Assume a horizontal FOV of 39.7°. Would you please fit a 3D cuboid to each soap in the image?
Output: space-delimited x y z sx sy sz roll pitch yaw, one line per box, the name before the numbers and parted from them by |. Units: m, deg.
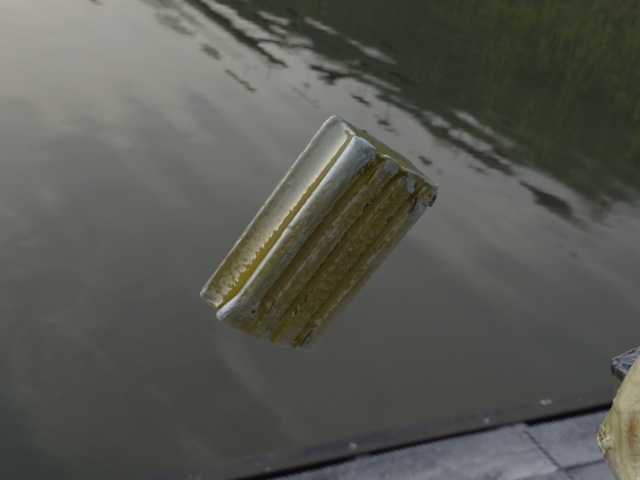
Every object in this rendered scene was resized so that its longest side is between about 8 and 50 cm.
soap | 0.000 0.000 1.073 0.173 0.274 0.089 24 18 -47

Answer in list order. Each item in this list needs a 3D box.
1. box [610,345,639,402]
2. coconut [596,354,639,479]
box | 0.512 0.153 0.993 0.310 0.084 0.198 -22 30 -14
coconut | 0.304 0.155 0.672 0.195 0.194 0.194 9 28 -5
